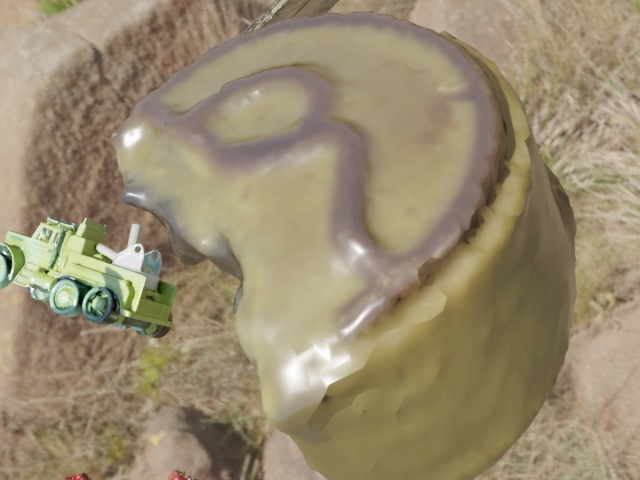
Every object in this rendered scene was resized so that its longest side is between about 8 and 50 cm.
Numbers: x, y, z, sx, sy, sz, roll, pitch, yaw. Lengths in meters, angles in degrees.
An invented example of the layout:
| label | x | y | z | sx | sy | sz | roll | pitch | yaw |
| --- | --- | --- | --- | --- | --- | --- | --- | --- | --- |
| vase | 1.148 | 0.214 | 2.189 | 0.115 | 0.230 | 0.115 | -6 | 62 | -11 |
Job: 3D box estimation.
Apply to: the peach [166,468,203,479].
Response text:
| label | x | y | z | sx | sy | sz | roll | pitch | yaw |
| --- | --- | --- | --- | --- | --- | --- | --- | --- | --- |
| peach | -0.194 | 0.387 | 1.530 | 0.098 | 0.098 | 0.061 | 17 | 70 | 46 |

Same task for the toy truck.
| label | x | y | z | sx | sy | sz | roll | pitch | yaw |
| --- | --- | --- | --- | --- | --- | --- | --- | --- | --- |
| toy truck | -0.307 | 0.034 | 1.321 | 0.259 | 0.128 | 0.135 | 11 | 83 | 27 |

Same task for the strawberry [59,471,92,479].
| label | x | y | z | sx | sy | sz | roll | pitch | yaw |
| --- | --- | --- | --- | --- | --- | --- | --- | --- | --- |
| strawberry | -0.308 | 0.322 | 1.234 | 0.083 | 0.073 | 0.073 | -14 | 49 | -12 |

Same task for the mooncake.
| label | x | y | z | sx | sy | sz | roll | pitch | yaw |
| --- | --- | --- | --- | --- | --- | --- | --- | --- | --- |
| mooncake | 0.000 | 0.000 | 0.848 | 0.394 | 0.246 | 0.393 | 2 | 57 | 31 |

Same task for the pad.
| label | x | y | z | sx | sy | sz | roll | pitch | yaw |
| --- | --- | --- | --- | --- | --- | --- | --- | --- | --- |
| pad | -0.025 | -0.366 | 1.588 | 0.174 | 0.233 | 0.022 | -40 | 86 | 31 |
